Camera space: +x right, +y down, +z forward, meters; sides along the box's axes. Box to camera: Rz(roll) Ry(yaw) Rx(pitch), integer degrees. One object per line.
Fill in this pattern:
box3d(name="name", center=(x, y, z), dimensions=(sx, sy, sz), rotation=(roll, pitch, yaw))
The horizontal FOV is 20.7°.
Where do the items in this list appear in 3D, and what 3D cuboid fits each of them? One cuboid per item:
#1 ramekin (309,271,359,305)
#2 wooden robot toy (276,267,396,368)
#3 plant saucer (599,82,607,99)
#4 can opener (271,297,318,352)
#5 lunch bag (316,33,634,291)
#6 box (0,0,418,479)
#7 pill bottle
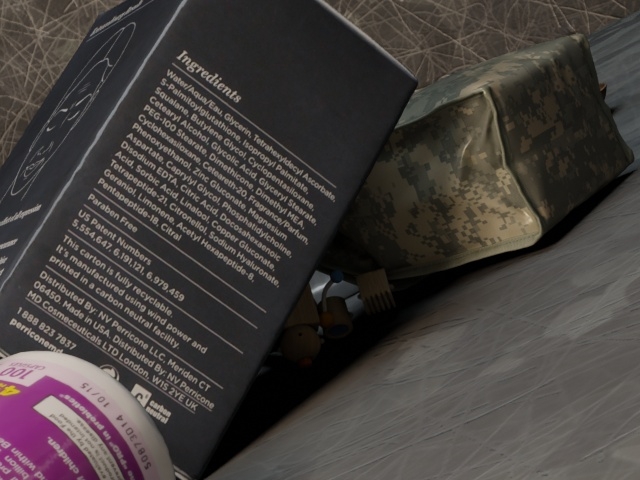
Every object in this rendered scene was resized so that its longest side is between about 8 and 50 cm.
box3d(name="ramekin", center=(0.000, 0.000, 1.882), dimensions=(0.207, 0.109, 0.207), rotation=(-26, 6, 3))
box3d(name="wooden robot toy", center=(-0.014, 0.082, 1.547), dimensions=(0.173, 0.079, 0.076), rotation=(-9, -36, -11))
box3d(name="plant saucer", center=(0.273, -0.137, 2.182), dimensions=(0.198, 0.036, 0.198), rotation=(-26, 6, 3))
box3d(name="can opener", center=(-0.081, 0.066, 1.734), dimensions=(0.076, 0.095, 0.283), rotation=(-30, 2, -18))
box3d(name="lunch bag", center=(0.111, -0.062, 1.655), dimensions=(0.287, 0.169, 0.235), rotation=(-17, 8, 34))
box3d(name="box", center=(-0.148, -0.014, 1.461), dimensions=(0.293, 0.212, 0.395), rotation=(-15, 43, 62))
box3d(name="pill bottle", center=(-0.226, 0.192, 1.002), dimensions=(0.169, 0.169, 0.301), rotation=(-23, 7, 33))
